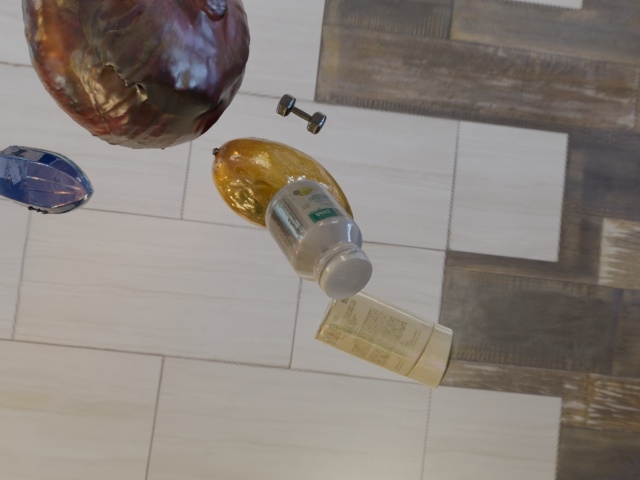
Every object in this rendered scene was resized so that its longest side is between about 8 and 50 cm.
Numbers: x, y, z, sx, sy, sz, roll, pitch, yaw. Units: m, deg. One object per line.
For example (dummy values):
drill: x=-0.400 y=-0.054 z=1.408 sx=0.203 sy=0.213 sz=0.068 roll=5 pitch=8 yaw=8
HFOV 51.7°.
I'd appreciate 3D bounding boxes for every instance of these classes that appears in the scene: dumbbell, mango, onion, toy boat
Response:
dumbbell: x=-0.032 y=-0.210 z=1.095 sx=0.083 sy=0.036 sz=0.040 roll=30 pitch=77 yaw=1
mango: x=-0.072 y=-0.104 z=1.393 sx=0.359 sy=0.144 sz=0.187 roll=20 pitch=68 yaw=-35
onion: x=-0.176 y=-0.217 z=0.676 sx=0.190 sy=0.246 sz=0.246 roll=-9 pitch=86 yaw=34
toy boat: x=-0.548 y=-0.118 z=1.338 sx=0.295 sy=0.088 sz=0.129 roll=12 pitch=106 yaw=37

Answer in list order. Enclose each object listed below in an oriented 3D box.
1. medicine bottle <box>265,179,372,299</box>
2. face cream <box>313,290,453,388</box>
medicine bottle: x=0.000 y=0.000 z=1.150 sx=0.135 sy=0.135 sz=0.215 roll=-32 pitch=47 yaw=-5
face cream: x=0.172 y=0.242 z=1.659 sx=0.348 sy=0.081 sz=0.173 roll=23 pitch=110 yaw=-6
